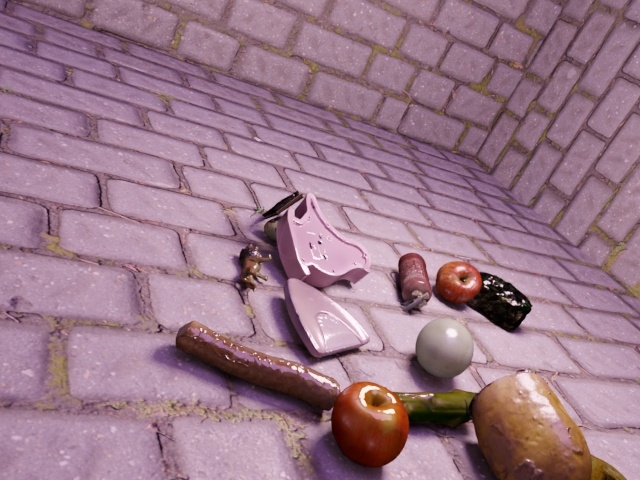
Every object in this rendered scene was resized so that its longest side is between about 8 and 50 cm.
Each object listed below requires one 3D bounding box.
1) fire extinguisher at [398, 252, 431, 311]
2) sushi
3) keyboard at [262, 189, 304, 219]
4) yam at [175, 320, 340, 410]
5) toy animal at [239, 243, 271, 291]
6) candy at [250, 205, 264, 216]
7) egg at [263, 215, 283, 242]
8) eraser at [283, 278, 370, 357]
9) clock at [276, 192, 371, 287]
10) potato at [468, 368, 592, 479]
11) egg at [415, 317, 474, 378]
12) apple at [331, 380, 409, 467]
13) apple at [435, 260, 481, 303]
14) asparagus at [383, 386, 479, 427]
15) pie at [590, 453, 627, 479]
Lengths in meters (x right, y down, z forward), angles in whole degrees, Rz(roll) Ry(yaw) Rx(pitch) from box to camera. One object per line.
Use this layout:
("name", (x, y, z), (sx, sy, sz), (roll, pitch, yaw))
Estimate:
("fire extinguisher", (0.295, 0.139, 1.920), (0.105, 0.104, 0.269), (23, 24, -8))
("sushi", (0.604, 0.199, 2.068), (0.225, 0.127, 0.124), (35, 25, 22))
("keyboard", (-0.116, -0.104, 1.809), (0.027, 0.106, 0.317), (56, -11, -6))
("yam", (-0.129, 0.258, 1.256), (0.357, 0.081, 0.081), (25, 24, -7))
("toy animal", (-0.170, 0.080, 1.593), (0.086, 0.069, 0.219), (-1, 24, -8))
("candy", (-0.208, -0.093, 1.959), (0.023, 0.025, 0.083), (-10, 16, 30))
("egg", (-0.119, -0.033, 1.845), (0.110, 0.085, 0.085), (13, 27, -17))
("eraser", (-0.014, 0.192, 1.527), (0.204, 0.059, 0.243), (-2, 40, -47))
("clock", (0.000, 0.000, 1.787), (0.275, 0.080, 0.290), (6, 54, -37))
("potato", (0.463, 0.454, 1.304), (0.229, 0.229, 0.266), (19, 21, -17))
("egg", (0.324, 0.280, 1.585), (0.149, 0.149, 0.192), (30, 18, 8))
("apple", (0.097, 0.366, 1.202), (0.164, 0.139, 0.163), (10, 27, -5))
("apple", (0.455, 0.139, 2.021), (0.146, 0.146, 0.131), (24, -20, -7))
("asparagus", (0.240, 0.379, 1.384), (0.343, 0.085, 0.082), (8, 26, -34))
("pie", (0.670, 0.617, 1.359), (0.323, 0.070, 0.323), (24, 24, -11))
